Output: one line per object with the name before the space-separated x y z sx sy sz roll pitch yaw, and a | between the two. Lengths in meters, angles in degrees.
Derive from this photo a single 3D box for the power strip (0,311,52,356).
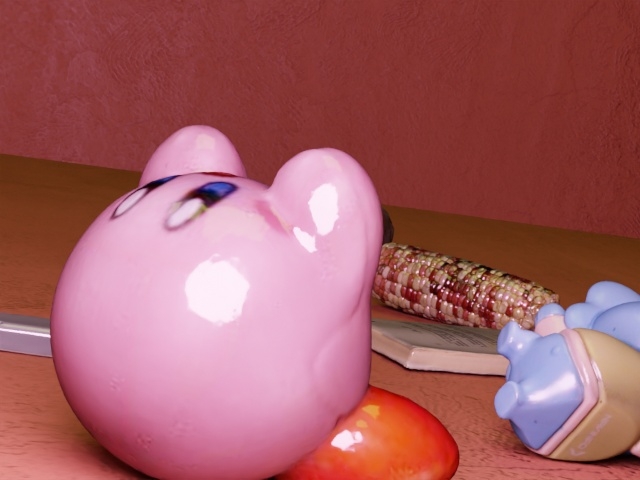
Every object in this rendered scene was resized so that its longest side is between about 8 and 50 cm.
power strip | -0.256 0.086 1.483 0.253 0.027 0.060 8 7 -6

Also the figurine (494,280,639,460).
figurine | 0.251 0.112 1.399 0.262 0.154 0.180 10 16 -26

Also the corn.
corn | 0.174 0.065 2.009 0.253 0.086 0.086 15 9 31

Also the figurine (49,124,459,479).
figurine | -0.071 0.077 1.118 0.270 0.261 0.211 16 37 41

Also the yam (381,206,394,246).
yam | -0.002 0.001 2.177 0.131 0.131 0.280 11 6 25

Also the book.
book | 0.185 0.118 1.794 0.289 0.026 0.201 6 7 -22
